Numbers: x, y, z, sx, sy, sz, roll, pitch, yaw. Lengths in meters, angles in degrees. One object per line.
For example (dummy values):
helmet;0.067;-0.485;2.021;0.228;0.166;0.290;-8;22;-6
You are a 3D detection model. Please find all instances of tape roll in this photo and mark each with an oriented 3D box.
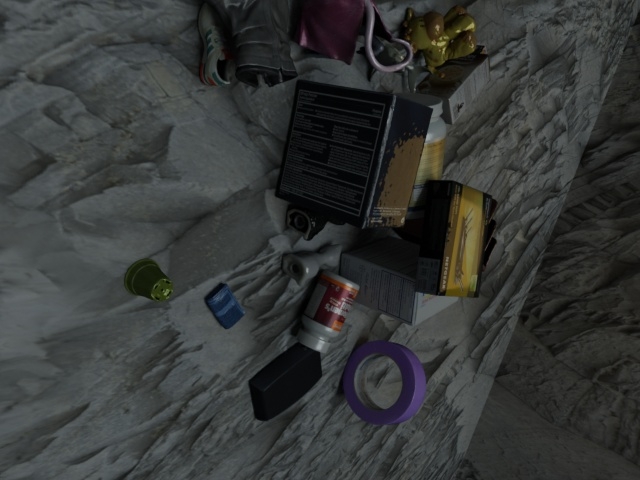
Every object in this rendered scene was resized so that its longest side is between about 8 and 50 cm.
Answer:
tape roll;0.215;0.482;1.783;0.090;0.274;0.275;24;88;-53

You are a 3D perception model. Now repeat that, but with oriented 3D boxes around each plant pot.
plant pot;-0.345;0.089;1.080;0.083;0.079;0.083;-25;124;-42

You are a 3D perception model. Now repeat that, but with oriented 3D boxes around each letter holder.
letter holder;0.437;-0.060;1.760;0.152;0.301;0.215;36;79;-51

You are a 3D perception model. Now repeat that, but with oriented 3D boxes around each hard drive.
hard drive;-0.092;0.415;1.563;0.254;0.054;0.172;-31;129;-38

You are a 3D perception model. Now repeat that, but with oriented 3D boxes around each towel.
towel;-0.234;0.164;1.291;0.067;0.029;0.119;-45;137;-25

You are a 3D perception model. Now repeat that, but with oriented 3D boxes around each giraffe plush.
giraffe plush;0.319;-0.591;1.504;0.170;0.181;0.210;16;130;-42

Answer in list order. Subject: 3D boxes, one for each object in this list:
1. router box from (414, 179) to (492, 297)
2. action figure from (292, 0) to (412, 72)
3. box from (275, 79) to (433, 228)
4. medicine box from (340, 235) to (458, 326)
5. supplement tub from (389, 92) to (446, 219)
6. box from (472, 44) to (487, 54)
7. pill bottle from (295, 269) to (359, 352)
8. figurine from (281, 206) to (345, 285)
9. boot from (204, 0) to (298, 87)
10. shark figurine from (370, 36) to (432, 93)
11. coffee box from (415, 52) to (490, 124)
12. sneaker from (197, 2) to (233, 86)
router box;0.377;0.003;1.472;0.242;0.081;0.309;8;90;-48
action figure;0.050;-0.557;1.101;0.248;0.275;0.370;-30;143;-31
box;0.076;-0.208;1.261;0.182;0.296;0.294;-4;111;-49
medicine box;0.249;0.115;1.630;0.263;0.289;0.149;-17;118;-45
supplement tub;0.235;-0.242;1.489;0.228;0.228;0.316;-26;127;-40
box;0.521;-0.565;1.828;0.207;0.036;0.114;-56;141;-15
pill bottle;0.018;0.208;1.539;0.121;0.121;0.221;29;85;-52
figurine;0.000;0.000;1.450;0.209;0.092;0.215;-17;121;-50
boot;-0.156;-0.410;0.960;0.338;0.118;0.223;-7;90;-51
shark figurine;0.190;-0.479;1.454;0.116;0.166;0.278;-53;166;23
coffee box;0.414;-0.486;1.657;0.246;0.141;0.098;-49;138;-24
sneaker;-0.197;-0.382;1.028;0.057;0.075;0.161;-17;120;-45
